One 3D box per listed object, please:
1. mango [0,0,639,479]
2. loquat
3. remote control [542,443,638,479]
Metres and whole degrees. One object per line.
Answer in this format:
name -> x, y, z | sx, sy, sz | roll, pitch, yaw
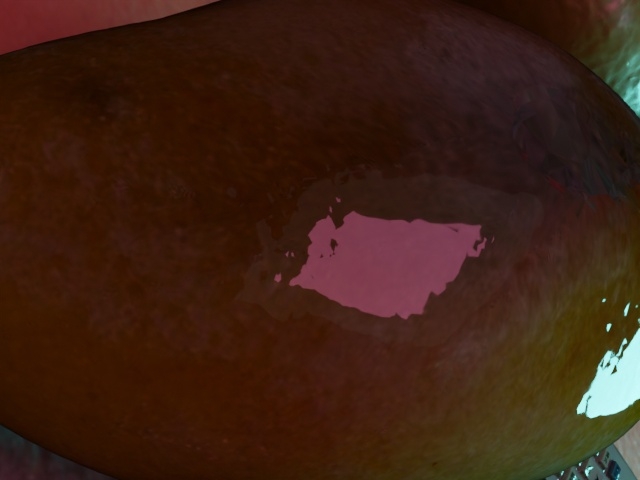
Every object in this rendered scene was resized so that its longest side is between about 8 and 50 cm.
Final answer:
mango -> 0.000, 0.000, 0.595 | 0.384, 0.199, 0.221 | 7, 68, -29
loquat -> 0.099, -0.126, 0.744 | 0.195, 0.152, 0.152 | 50, 51, -26
remote control -> 0.140, 0.127, 0.821 | 0.166, 0.029, 0.065 | 53, 48, -30
